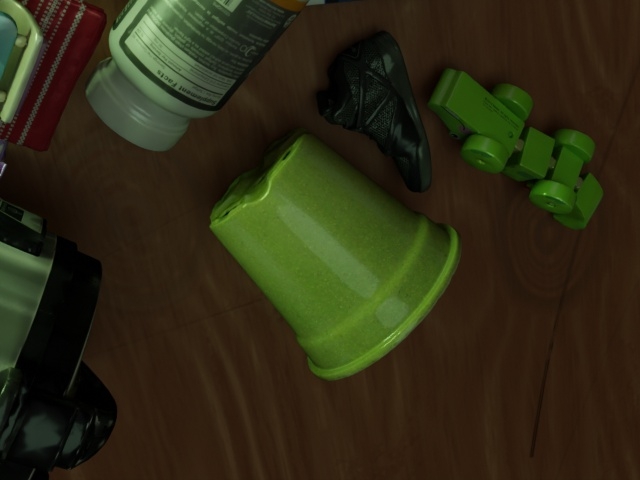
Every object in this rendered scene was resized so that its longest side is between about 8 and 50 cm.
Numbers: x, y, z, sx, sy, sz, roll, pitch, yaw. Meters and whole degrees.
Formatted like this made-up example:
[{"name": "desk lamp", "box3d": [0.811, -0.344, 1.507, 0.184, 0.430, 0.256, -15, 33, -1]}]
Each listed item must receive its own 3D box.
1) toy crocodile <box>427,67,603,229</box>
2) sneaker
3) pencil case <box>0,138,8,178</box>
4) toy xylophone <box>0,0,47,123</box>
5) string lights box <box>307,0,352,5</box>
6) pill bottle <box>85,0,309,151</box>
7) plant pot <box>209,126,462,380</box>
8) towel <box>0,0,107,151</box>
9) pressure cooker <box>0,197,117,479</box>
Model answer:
[{"name": "toy crocodile", "box3d": [0.285, -0.127, 1.363, 0.340, 0.105, 0.115, 30, 73, -25]}, {"name": "sneaker", "box3d": [0.071, -0.156, 1.290, 0.130, 0.087, 0.228, -24, 114, -4]}, {"name": "pencil case", "box3d": [-0.477, -0.115, 1.134, 0.206, 0.088, 0.086, 15, 105, -21]}, {"name": "toy xylophone", "box3d": [-0.441, -0.253, 0.966, 0.322, 0.081, 0.236, 9, 123, -23]}, {"name": "string lights box", "box3d": [0.076, -0.377, 1.199, 0.259, 0.077, 0.133, -8, 114, -14]}, {"name": "pill bottle", "box3d": [-0.147, -0.247, 1.116, 0.162, 0.162, 0.278, 31, 117, -26]}, {"name": "plant pot", "box3d": [0.000, 0.000, 1.254, 0.276, 0.276, 0.254, -45, 106, 5]}, {"name": "towel", "box3d": [-0.402, -0.226, 1.074, 0.274, 0.031, 0.199, 20, 112, -28]}, {"name": "pressure cooker", "box3d": [-0.433, 0.132, 1.071, 0.420, 0.370, 0.375, 24, 129, -18]}]
